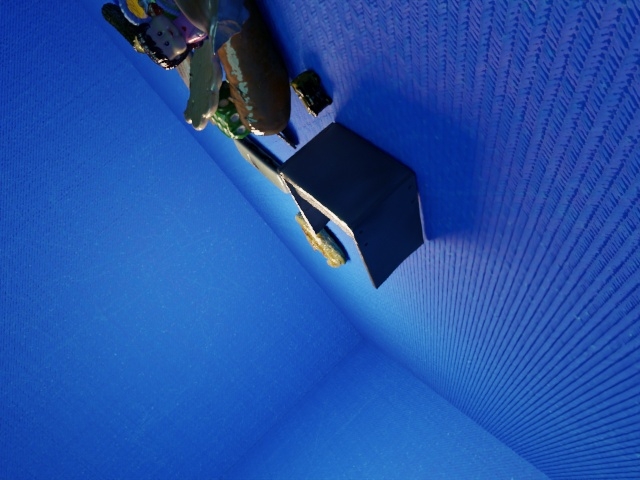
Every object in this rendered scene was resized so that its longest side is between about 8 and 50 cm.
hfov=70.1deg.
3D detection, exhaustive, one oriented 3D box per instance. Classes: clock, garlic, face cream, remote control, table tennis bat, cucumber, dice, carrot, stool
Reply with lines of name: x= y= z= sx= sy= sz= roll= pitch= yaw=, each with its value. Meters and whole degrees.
clock: x=-0.343 y=-0.513 z=1.034 sx=0.194 sy=0.195 sz=0.100 roll=51 pitch=173 yaw=-28
garlic: x=-0.215 y=-0.471 z=0.797 sx=0.266 sy=0.148 sz=0.128 roll=49 pitch=179 yaw=35
face cream: x=-0.436 y=-0.567 z=1.576 sx=0.137 sy=0.084 sz=0.341 roll=5 pitch=134 yaw=52
remote control: x=-0.213 y=-0.292 z=1.720 sx=0.296 sy=0.056 sz=0.140 roll=41 pitch=170 yaw=28
table tennis bat: x=-0.160 y=-0.334 z=1.289 sx=0.234 sy=0.022 sz=0.131 roll=37 pitch=-173 yaw=-16
cucumber: x=-0.793 y=-0.879 z=1.861 sx=0.359 sy=0.096 sz=0.096 roll=45 pitch=170 yaw=29
dice: x=-0.264 y=-0.392 z=1.372 sx=0.128 sy=0.120 sz=0.131 roll=44 pitch=168 yaw=27
carrot: x=-0.139 y=-0.359 z=0.952 sx=0.138 sy=0.138 sz=0.302 roll=42 pitch=161 yaw=31
stool: x=0.075 y=-0.074 z=1.003 sx=0.243 sy=0.170 sz=0.270 roll=42 pitch=169 yaw=33

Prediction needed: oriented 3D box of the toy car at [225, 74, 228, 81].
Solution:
toy car: x=-0.186 y=-0.401 z=1.200 sx=0.143 sy=0.054 sz=0.073 roll=44 pitch=174 yaw=-22

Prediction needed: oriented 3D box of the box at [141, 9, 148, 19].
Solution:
box: x=-0.487 y=-0.640 z=1.415 sx=0.141 sy=0.058 sz=0.201 roll=50 pitch=156 yaw=-14

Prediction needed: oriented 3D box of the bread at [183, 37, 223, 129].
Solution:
bread: x=-0.325 y=-0.437 z=1.285 sx=0.039 sy=0.251 sz=0.181 roll=-4 pitch=-153 yaw=-41

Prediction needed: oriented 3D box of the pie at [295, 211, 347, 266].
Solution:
pie: x=-0.002 y=-0.004 z=1.902 sx=0.302 sy=0.067 sz=0.302 roll=48 pitch=172 yaw=9

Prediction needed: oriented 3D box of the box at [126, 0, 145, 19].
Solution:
box: x=-0.639 y=-0.827 z=1.546 sx=0.279 sy=0.041 sz=0.153 roll=44 pitch=168 yaw=25

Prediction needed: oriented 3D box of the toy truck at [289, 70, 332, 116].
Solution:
toy truck: x=-0.022 y=-0.297 z=0.914 sx=0.083 sy=0.049 sz=0.054 roll=54 pitch=170 yaw=-35
